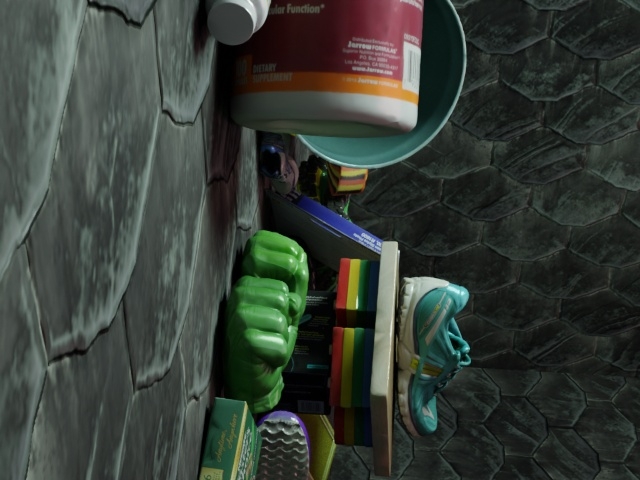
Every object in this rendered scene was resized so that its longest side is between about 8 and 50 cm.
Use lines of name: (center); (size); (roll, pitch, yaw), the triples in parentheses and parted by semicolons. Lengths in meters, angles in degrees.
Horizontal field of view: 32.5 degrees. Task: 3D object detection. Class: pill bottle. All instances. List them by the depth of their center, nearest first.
pill bottle: (-0.083, -0.249, 1.126); (0.116, 0.065, 0.065); (-82, 173, -52)
pill bottle: (0.012, -0.326, 1.294); (0.224, 0.224, 0.392); (7, 86, -86)

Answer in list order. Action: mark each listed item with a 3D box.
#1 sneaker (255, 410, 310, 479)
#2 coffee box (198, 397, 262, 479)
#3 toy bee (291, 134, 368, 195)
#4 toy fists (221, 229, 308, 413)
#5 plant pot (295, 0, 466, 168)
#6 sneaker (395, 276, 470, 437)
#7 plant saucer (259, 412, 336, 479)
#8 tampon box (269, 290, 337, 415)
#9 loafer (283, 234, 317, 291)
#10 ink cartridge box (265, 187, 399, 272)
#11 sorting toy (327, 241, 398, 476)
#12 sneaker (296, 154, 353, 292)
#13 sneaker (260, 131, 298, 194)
sneaker: (-0.070, 0.340, 1.576); (0.146, 0.102, 0.293); (-88, -177, -60)
coffee box: (-0.106, 0.265, 1.307); (0.184, 0.040, 0.113); (82, 16, -65)
toy bee: (0.024, -0.238, 1.950); (0.298, 0.195, 0.162); (57, -24, 11)
toy fists: (-0.067, 0.089, 1.391); (0.279, 0.096, 0.142); (-77, 168, -61)
plant pot: (0.042, -0.273, 1.633); (0.196, 0.293, 0.293); (-137, -135, -61)
sneaker: (0.165, 0.179, 1.610); (0.107, 0.110, 0.275); (-78, 169, -58)
plant saucer: (-0.028, 0.325, 1.790); (0.188, 0.045, 0.188); (63, 26, -26)
tampon box: (-0.038, 0.165, 1.645); (0.101, 0.120, 0.161); (88, 7, -45)
loafer: (-0.046, 0.103, 1.792); (0.078, 0.076, 0.223); (-68, 159, -69)
ink cartridge box: (0.023, -0.007, 1.747); (0.045, 0.223, 0.224); (-56, 167, -14)
sorting toy: (0.064, 0.175, 1.608); (0.257, 0.089, 0.255); (84, 10, -54)
sneaker: (0.000, 0.000, 1.984); (0.343, 0.134, 0.146); (-77, 177, -49)
sneaker: (-0.068, -0.108, 1.608); (0.135, 0.052, 0.058); (76, 25, -49)
